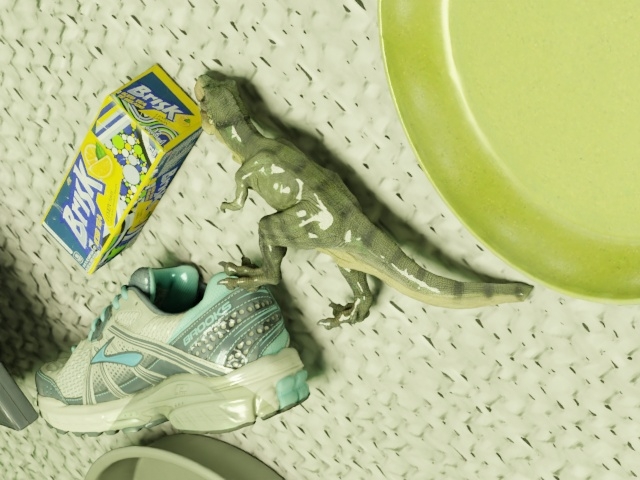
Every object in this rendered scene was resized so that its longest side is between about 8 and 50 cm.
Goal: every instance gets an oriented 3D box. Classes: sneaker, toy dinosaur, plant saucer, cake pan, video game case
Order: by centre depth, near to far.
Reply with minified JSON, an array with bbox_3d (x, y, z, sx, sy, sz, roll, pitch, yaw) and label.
[{"bbox_3d":[0.124,-0.088,0.678,0.241,0.037,0.241,29,131,39],"label":"plant saucer"},{"bbox_3d":[0.000,0.000,0.949,0.268,0.064,0.118,35,130,12],"label":"toy dinosaur"},{"bbox_3d":[-0.122,0.078,1.101,0.283,0.110,0.122,-10,94,43],"label":"sneaker"},{"bbox_3d":[-0.080,0.285,1.227,0.293,0.054,0.293,23,131,28],"label":"cake pan"},{"bbox_3d":[-0.335,0.073,1.246,0.196,0.026,0.274,56,161,-11],"label":"video game case"}]

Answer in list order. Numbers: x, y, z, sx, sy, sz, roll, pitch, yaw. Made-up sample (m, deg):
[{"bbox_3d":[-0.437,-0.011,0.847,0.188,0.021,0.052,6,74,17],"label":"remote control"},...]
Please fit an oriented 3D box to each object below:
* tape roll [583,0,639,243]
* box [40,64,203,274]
[{"bbox_3d":[0.285,-0.047,0.599,0.392,0.072,0.392,27,129,39],"label":"tape roll"},{"bbox_3d":[-0.144,-0.048,1.044,0.059,0.054,0.169,45,138,6],"label":"box"}]
